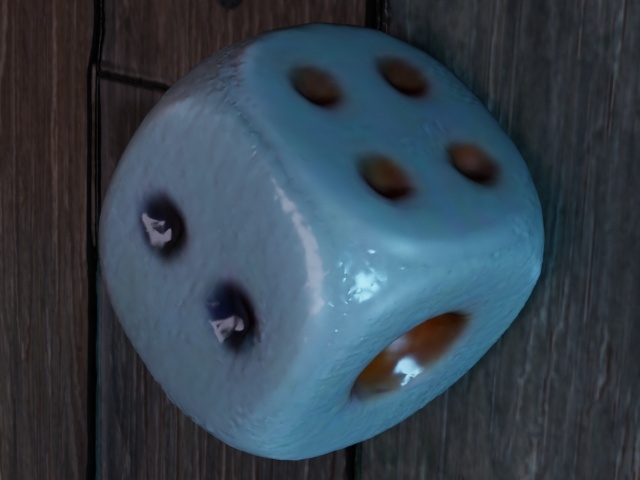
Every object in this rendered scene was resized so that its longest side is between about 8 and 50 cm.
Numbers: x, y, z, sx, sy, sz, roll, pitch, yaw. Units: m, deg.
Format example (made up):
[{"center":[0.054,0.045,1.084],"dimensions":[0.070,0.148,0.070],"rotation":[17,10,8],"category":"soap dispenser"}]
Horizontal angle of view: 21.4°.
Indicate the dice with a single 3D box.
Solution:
[{"center":[0.000,0.000,0.986],"dimensions":[0.192,0.193,0.194],"rotation":[53,133,22],"category":"dice"}]
